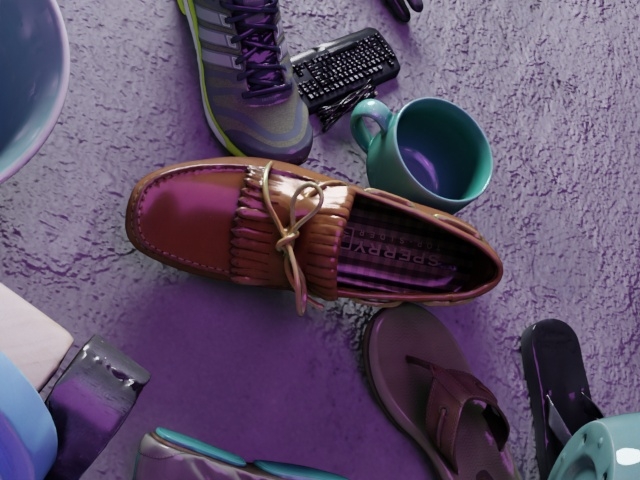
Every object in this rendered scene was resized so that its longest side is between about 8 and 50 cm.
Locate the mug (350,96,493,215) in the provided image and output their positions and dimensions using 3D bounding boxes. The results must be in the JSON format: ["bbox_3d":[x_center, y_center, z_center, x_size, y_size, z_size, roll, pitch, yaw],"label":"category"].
[{"bbox_3d":[0.111,-0.096,1.051,0.129,0.097,0.158,-25,82,-32],"label":"mug"}]

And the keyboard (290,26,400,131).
[{"bbox_3d":[0.026,-0.196,1.086,0.192,0.038,0.100,-29,85,-32],"label":"keyboard"}]

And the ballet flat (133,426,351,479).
[{"bbox_3d":[-0.071,0.231,0.852,0.213,0.072,0.068,19,85,-16],"label":"ballet flat"}]

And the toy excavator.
[{"bbox_3d":[-0.365,0.244,0.579,0.222,0.433,0.445,39,30,-8],"label":"toy excavator"}]

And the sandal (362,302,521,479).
[{"bbox_3d":[0.154,0.195,0.959,0.120,0.086,0.303,-27,83,-32],"label":"sandal"}]

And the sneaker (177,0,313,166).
[{"bbox_3d":[-0.083,-0.215,0.981,0.111,0.121,0.300,-18,76,-19],"label":"sneaker"}]

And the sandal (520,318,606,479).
[{"bbox_3d":[0.289,0.211,1.038,0.097,0.054,0.255,-6,72,-28],"label":"sandal"}]

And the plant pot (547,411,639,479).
[{"bbox_3d":[0.342,0.298,0.870,0.235,0.293,0.293,21,61,-1],"label":"plant pot"}]

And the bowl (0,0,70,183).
[{"bbox_3d":[-0.384,-0.136,0.781,0.311,0.163,0.312,10,66,-23],"label":"bowl"}]

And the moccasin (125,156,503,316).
[{"bbox_3d":[-0.001,0.003,0.909,0.380,0.147,0.139,16,91,-17],"label":"moccasin"}]

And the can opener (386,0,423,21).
[{"bbox_3d":[0.075,-0.366,1.166,0.073,0.059,0.186,-29,84,-33],"label":"can opener"}]
